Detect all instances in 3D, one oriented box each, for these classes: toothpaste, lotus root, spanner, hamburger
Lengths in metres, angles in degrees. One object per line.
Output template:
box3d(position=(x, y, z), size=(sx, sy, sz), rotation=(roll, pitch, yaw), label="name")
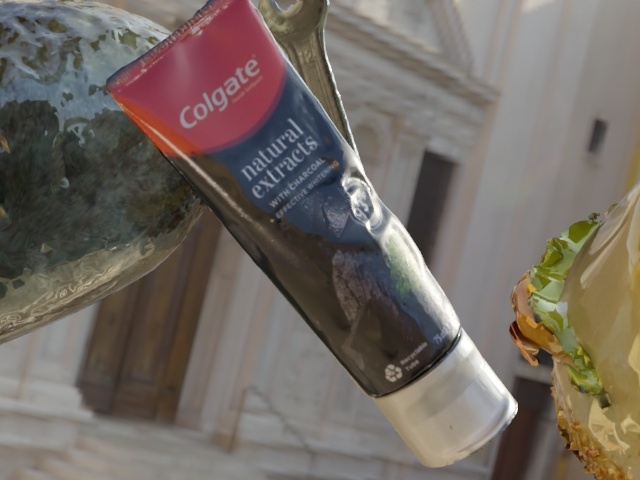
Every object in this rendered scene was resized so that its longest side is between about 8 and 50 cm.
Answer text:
box3d(position=(0.000, 0.000, 0.583), size=(0.193, 0.071, 0.045), rotation=(55, -31, -12), label="toothpaste")
box3d(position=(-0.173, -0.029, 0.748), size=(0.349, 0.175, 0.175), rotation=(-16, 12, -26), label="lotus root")
box3d(position=(0.014, -0.069, 1.298), size=(0.071, 0.302, 0.017), rotation=(-14, 13, 21), label="spanner")
box3d(position=(0.266, 0.066, 0.870), size=(0.276, 0.179, 0.294), rotation=(-24, 55, -30), label="hamburger")
